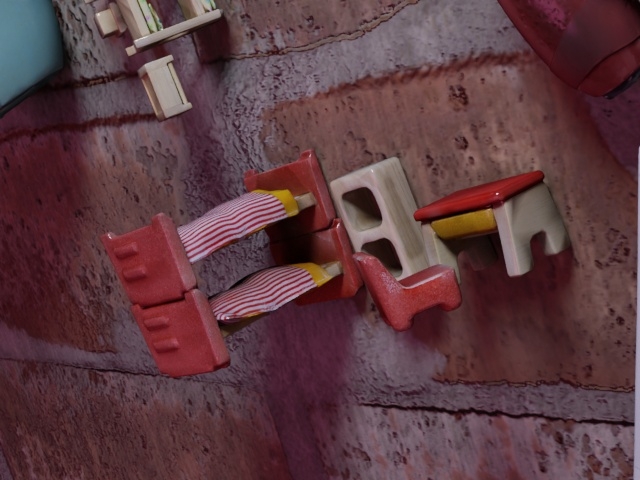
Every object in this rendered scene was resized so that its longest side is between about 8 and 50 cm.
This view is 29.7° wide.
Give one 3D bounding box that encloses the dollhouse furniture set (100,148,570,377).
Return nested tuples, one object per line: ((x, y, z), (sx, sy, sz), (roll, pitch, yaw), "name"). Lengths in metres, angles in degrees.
((0.000, 0.000, 1.072), (0.374, 0.201, 0.152), (-15, 99, 49), "dollhouse furniture set")

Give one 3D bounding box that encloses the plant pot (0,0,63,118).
((-0.427, -0.234, 1.335), (0.293, 0.293, 0.235), (-24, 106, 49), "plant pot")

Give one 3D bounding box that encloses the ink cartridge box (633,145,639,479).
((0.346, 0.114, 0.778), (0.330, 0.071, 0.324), (23, 123, 53), "ink cartridge box")

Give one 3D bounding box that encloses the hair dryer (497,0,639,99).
((0.221, -0.199, 0.834), (0.293, 0.080, 0.224), (17, 127, 23), "hair dryer")

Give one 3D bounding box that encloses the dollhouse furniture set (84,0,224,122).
((-0.162, -0.219, 1.232), (0.182, 0.101, 0.161), (68, 163, -7), "dollhouse furniture set")
